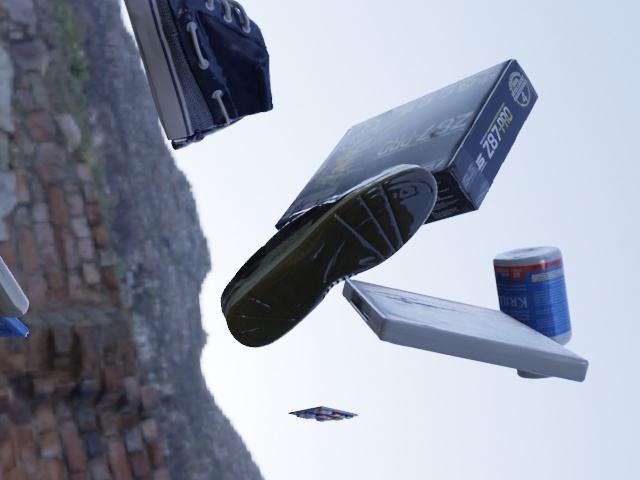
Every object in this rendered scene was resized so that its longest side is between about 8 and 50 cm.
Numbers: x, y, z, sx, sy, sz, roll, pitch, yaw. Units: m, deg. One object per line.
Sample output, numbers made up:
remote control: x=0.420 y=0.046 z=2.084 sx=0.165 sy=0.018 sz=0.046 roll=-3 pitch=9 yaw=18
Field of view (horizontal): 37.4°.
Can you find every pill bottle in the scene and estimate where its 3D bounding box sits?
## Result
pill bottle: x=0.382 y=0.128 z=1.687 sx=0.124 sy=0.124 sz=0.221 roll=-1 pitch=-79 yaw=56

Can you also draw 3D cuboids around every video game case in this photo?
video game case: x=0.140 y=0.090 z=1.019 sx=0.285 sy=0.204 sz=0.025 roll=-137 pitch=-121 yaw=-82

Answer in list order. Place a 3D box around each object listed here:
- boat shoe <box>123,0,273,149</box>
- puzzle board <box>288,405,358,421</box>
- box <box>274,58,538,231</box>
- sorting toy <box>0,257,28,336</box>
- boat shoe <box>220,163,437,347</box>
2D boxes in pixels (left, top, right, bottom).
boat shoe: x=-0.163 y=-0.294 z=1.203 sx=0.127 sy=0.158 sz=0.340 roll=-123 pitch=-162 yaw=-57
puzzle board: x=0.007 y=0.381 z=2.060 sx=0.096 sy=0.128 sz=0.011 roll=-19 pitch=-118 yaw=36
box: x=0.144 y=-0.132 z=1.610 sx=0.395 sy=0.318 sz=0.097 roll=-16 pitch=-59 yaw=44
sorting toy: x=-0.445 y=0.034 z=1.044 sx=0.347 sy=0.196 sz=0.047 roll=84 pitch=16 yaw=-56
boat shoe: x=0.000 y=0.001 z=0.837 sx=0.080 sy=0.223 sz=0.073 roll=54 pitch=-6 yaw=-38
